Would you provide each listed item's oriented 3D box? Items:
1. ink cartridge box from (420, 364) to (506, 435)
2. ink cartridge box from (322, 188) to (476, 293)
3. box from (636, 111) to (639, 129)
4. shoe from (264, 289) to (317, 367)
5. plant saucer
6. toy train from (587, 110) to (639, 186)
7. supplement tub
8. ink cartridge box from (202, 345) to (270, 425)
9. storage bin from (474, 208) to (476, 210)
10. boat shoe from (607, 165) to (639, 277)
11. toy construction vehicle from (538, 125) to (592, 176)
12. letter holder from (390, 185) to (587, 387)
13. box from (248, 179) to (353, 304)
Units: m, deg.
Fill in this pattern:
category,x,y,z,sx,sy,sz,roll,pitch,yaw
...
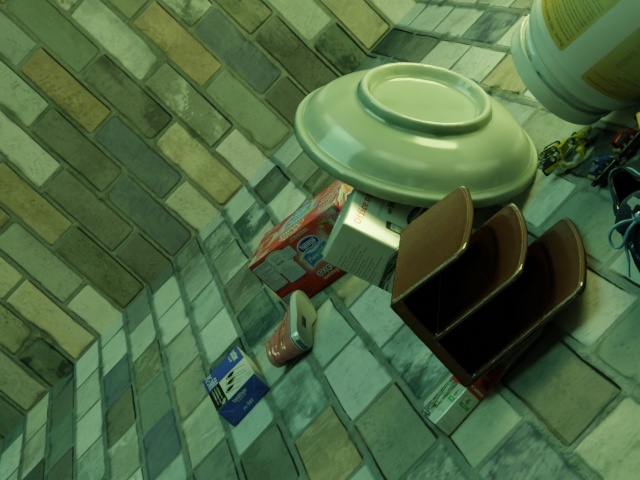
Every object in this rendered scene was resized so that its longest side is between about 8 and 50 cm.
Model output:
category,x,y,z,sx,sy,sz,roll,pitch,yaw
ink cartridge box,0.186,0.198,1.786,0.115,0.029,0.063,-48,15,-4
ink cartridge box,0.122,0.005,2.094,0.086,0.203,0.148,-61,5,38
box,0.453,-0.126,1.788,0.028,0.081,0.136,-41,16,22
shoe,-0.057,0.159,2.476,0.081,0.063,0.178,-36,22,18
plant saucer,0.160,-0.195,2.190,0.400,0.401,0.100,-72,-7,-57
toy train,0.436,-0.140,1.953,0.158,0.036,0.027,-48,15,-4
supplement tub,0.452,-0.333,2.004,0.316,0.228,0.228,-41,15,43
ink cartridge box,-0.157,0.265,2.514,0.097,0.046,0.207,-46,15,-2
storage bin,0.226,-0.109,2.356,0.122,0.084,0.180,-50,16,-11
boat shoe,0.391,-0.017,1.662,0.109,0.089,0.258,-45,15,9
toy construction vehicle,0.379,-0.134,2.114,0.098,0.035,0.086,-31,11,39
letter holder,0.227,0.024,1.833,0.214,0.152,0.302,-40,10,17
box,0.000,0.000,2.606,0.257,0.128,0.122,-36,18,36
